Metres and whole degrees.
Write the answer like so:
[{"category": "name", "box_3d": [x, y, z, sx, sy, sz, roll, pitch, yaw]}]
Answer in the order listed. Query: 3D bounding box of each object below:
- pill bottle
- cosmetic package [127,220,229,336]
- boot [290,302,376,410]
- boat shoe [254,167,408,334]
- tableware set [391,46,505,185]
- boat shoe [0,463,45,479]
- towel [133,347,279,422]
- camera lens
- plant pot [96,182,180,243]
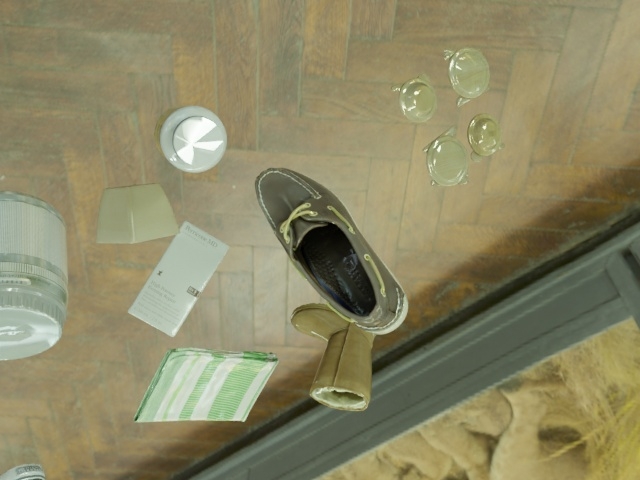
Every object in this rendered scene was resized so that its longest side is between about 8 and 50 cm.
[{"category": "pill bottle", "box_3d": [-0.206, -0.163, 1.030, 0.103, 0.184, 0.103, -4, 103, -18]}, {"category": "cosmetic package", "box_3d": [-0.308, 0.082, 1.415, 0.117, 0.085, 0.231, 31, 81, -10]}, {"category": "boot", "box_3d": [0.016, 0.268, 1.537, 0.236, 0.269, 0.089, 4, 123, 11]}, {"category": "boat shoe", "box_3d": [0.000, 0.000, 0.950, 0.116, 0.324, 0.096, -42, 156, 9]}, {"category": "tableware set", "box_3d": [0.171, -0.156, 0.821, 0.141, 0.020, 0.169, -27, 103, -22]}, {"category": "boat shoe", "box_3d": [-0.439, 0.401, 0.917, 0.080, 0.076, 0.228, 7, 134, -44]}, {"category": "towel", "box_3d": [-0.288, 0.382, 1.683, 0.324, 0.038, 0.248, 12, 117, -39]}, {"category": "camera lens", "box_3d": [-0.598, 0.060, 1.233, 0.219, 0.274, 0.219, -11, 146, -8]}, {"category": "plant pot", "box_3d": [-0.331, -0.051, 1.155, 0.109, 0.109, 0.096, -1, 99, 37]}]
